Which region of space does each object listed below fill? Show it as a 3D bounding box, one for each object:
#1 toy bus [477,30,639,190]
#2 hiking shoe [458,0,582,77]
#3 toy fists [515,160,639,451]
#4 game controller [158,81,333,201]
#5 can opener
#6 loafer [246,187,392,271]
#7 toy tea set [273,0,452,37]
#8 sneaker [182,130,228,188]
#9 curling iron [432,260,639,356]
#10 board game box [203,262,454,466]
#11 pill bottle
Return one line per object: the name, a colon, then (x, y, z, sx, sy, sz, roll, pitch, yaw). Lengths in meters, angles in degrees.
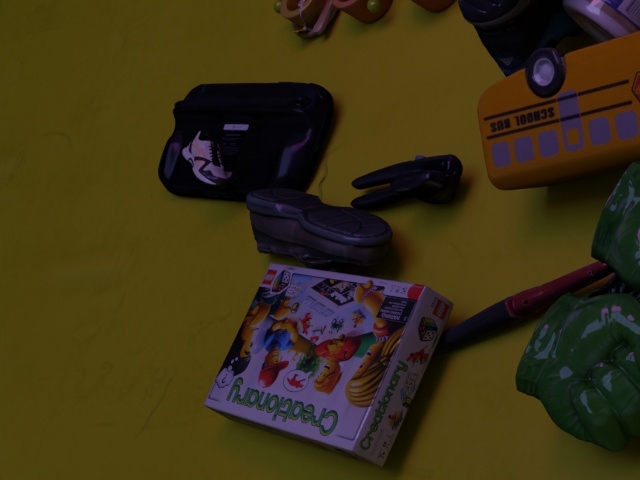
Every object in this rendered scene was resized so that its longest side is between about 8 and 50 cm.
toy bus: (0.307, -0.140, 1.508, 0.332, 0.108, 0.130, -12, 84, 50)
hiking shoe: (0.260, -0.298, 1.733, 0.113, 0.132, 0.304, 7, 45, 43)
toy fists: (0.299, 0.057, 1.412, 0.142, 0.096, 0.279, 26, 81, 28)
game controller: (-0.107, -0.134, 2.070, 0.319, 0.067, 0.166, 7, 82, 50)
can opener: (0.096, -0.070, 1.787, 0.186, 0.073, 0.059, -6, 66, 56)
loafer: (0.000, 0.000, 1.832, 0.267, 0.096, 0.084, 24, 117, 55)
toy tea set: (0.053, -0.385, 2.017, 0.336, 0.124, 0.200, 1, 64, 48)
sneaker: (-0.149, -0.107, 2.025, 0.044, 0.040, 0.109, -56, 43, 17)
curling iron: (0.209, 0.076, 1.565, 0.274, 0.035, 0.068, -20, 50, 38)
board game box: (0.002, 0.132, 1.719, 0.305, 0.053, 0.193, 6, 68, 55)
pill bottle: (0.355, -0.292, 1.622, 0.187, 0.112, 0.112, -52, 37, 3)
